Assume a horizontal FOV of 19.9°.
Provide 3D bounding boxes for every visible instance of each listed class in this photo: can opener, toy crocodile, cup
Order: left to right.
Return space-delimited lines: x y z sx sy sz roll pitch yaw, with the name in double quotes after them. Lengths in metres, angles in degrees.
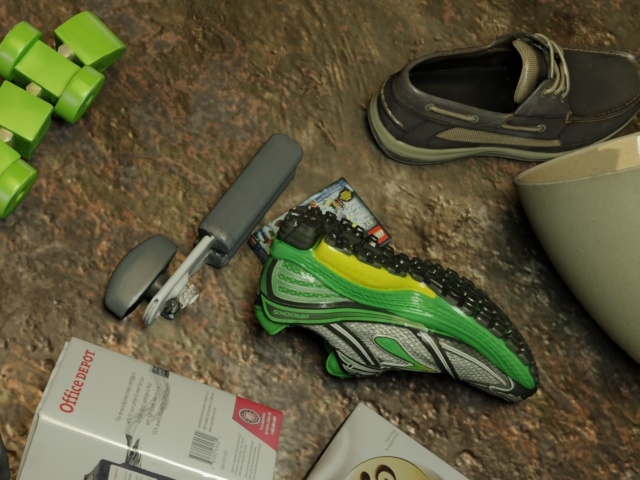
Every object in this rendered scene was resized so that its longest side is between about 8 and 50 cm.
-0.334 -0.122 1.973 0.115 0.105 0.340 33 66 1 "toy crocodile"
-0.121 -0.016 1.986 0.093 0.074 0.280 39 62 6 "can opener"
0.400 0.004 2.013 0.331 0.331 0.237 -17 97 -22 "cup"

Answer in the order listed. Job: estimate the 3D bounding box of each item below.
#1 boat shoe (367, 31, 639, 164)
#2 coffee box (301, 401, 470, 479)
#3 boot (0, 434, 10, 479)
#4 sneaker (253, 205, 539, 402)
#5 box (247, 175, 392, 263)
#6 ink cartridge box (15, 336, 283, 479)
0.234 -0.169 2.123 0.355 0.130 0.132 -12 69 -20 "boat shoe"
0.015 0.337 1.831 0.168 0.119 0.297 36 62 3 "coffee box"
-0.426 0.286 1.728 0.284 0.138 0.377 -14 62 -21 "boot"
0.084 0.093 1.979 0.343 0.146 0.134 26 16 -14 "sneaker"
0.000 0.000 2.038 0.137 0.027 0.094 -34 79 -26 "box"
-0.168 0.208 1.810 0.237 0.100 0.172 20 22 -5 "ink cartridge box"
